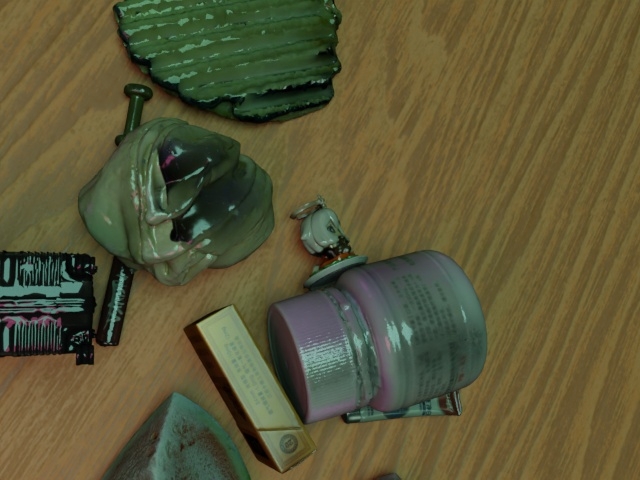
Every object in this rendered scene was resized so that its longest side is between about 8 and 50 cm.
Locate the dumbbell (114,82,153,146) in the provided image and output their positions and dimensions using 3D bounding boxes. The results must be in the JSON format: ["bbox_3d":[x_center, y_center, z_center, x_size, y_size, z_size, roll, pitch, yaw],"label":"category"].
[{"bbox_3d":[-0.330,-0.218,1.353,0.052,0.046,0.118,8,79,-10],"label":"dumbbell"}]

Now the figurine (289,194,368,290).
[{"bbox_3d":[0.000,0.000,1.393,0.132,0.132,0.154,-19,76,-19],"label":"figurine"}]

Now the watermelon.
[{"bbox_3d":[-0.220,0.388,1.206,0.319,0.214,0.290,4,78,-5],"label":"watermelon"}]

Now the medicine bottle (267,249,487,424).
[{"bbox_3d":[0.092,0.169,1.312,0.325,0.256,0.256,-15,86,-18],"label":"medicine bottle"}]

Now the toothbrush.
[{"bbox_3d":[-0.332,0.003,1.322,0.041,0.041,0.364,12,77,-15],"label":"toothbrush"}]

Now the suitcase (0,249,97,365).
[{"bbox_3d":[-0.446,0.097,1.118,0.229,0.335,0.152,2,85,-17],"label":"suitcase"}]

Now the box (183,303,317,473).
[{"bbox_3d":[-0.123,0.244,1.277,0.076,0.174,0.274,-30,91,-18],"label":"box"}]

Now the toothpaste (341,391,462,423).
[{"bbox_3d":[0.154,0.309,1.425,0.239,0.039,0.062,-2,75,-19],"label":"toothpaste"}]

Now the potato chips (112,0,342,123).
[{"bbox_3d":[-0.157,-0.386,1.424,0.429,0.070,0.358,-15,83,-20],"label":"potato chips"}]

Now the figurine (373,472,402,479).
[{"bbox_3d":[0.101,0.546,1.325,0.200,0.133,0.276,15,81,3],"label":"figurine"}]

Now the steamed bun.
[{"bbox_3d":[-0.219,-0.074,1.261,0.320,0.206,0.275,-16,84,-34],"label":"steamed bun"}]
